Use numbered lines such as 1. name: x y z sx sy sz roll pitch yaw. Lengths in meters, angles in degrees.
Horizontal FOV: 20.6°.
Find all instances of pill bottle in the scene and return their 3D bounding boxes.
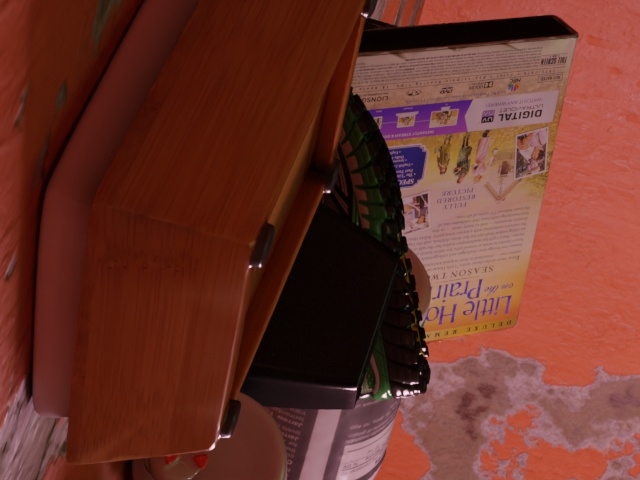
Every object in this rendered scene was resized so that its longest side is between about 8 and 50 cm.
1. pill bottle: -0.095 0.214 1.566 0.229 0.131 0.131 94 15 -73
2. pill bottle: -0.011 0.166 1.979 0.204 0.204 0.361 -67 174 -52

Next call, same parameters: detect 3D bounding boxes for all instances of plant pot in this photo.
1. plant pot: -0.026 0.061 1.595 0.188 0.167 0.187 96 13 -76

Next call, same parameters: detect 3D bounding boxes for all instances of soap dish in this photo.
1. soap dish: -0.063 -0.036 1.021 0.229 0.118 0.291 103 7 -48

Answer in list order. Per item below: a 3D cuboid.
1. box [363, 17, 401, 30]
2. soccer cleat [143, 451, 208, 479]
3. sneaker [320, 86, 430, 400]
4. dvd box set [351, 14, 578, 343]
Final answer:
1. box: 0.077 -0.148 2.252 0.270 0.143 0.165 -65 171 -57
2. soccer cleat: -0.110 0.100 1.431 0.076 0.068 0.196 -10 -114 62
3. sneaker: 0.009 -0.008 1.741 0.134 0.146 0.344 31 50 -78
4. dvd box set: 0.128 -0.059 2.101 0.062 0.307 0.420 -127 -144 -49
